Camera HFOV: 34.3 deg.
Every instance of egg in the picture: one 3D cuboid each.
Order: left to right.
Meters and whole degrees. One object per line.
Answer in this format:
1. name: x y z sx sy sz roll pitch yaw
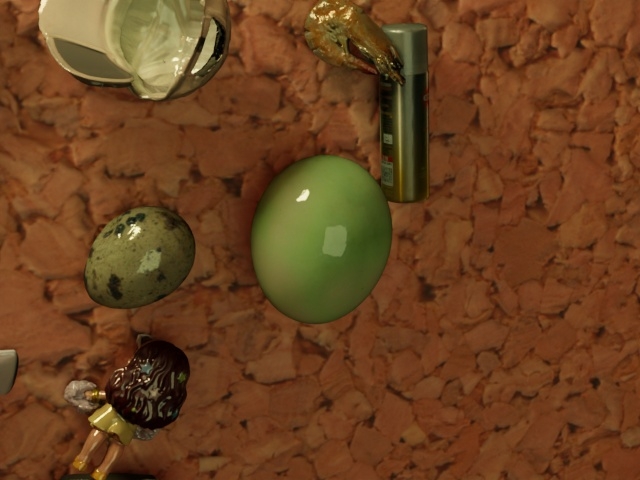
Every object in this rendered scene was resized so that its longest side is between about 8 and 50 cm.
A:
1. egg: -0.274 0.028 1.559 0.181 0.141 0.141 -39 117 -6
2. egg: 0.000 0.000 1.619 0.220 0.220 0.270 6 104 -24

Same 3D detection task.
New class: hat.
1. hat: -0.260 -0.311 1.460 0.275 0.161 0.232 19 87 -3

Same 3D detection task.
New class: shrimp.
1. shrimp: 0.058 -0.301 1.611 0.190 0.042 0.101 39 102 4

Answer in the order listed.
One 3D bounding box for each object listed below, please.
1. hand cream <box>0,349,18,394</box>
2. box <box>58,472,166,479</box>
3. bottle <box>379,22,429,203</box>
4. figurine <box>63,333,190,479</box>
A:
1. hand cream: -0.580 0.195 1.535 0.255 0.048 0.079 4 120 -25
2. box: -0.344 0.521 1.673 0.220 0.166 0.291 6 104 -24
3. bottle: 0.137 -0.208 1.688 0.082 0.082 0.286 -10 110 -20
4. figurine: -0.301 0.262 1.636 0.174 0.116 0.240 37 90 -27
